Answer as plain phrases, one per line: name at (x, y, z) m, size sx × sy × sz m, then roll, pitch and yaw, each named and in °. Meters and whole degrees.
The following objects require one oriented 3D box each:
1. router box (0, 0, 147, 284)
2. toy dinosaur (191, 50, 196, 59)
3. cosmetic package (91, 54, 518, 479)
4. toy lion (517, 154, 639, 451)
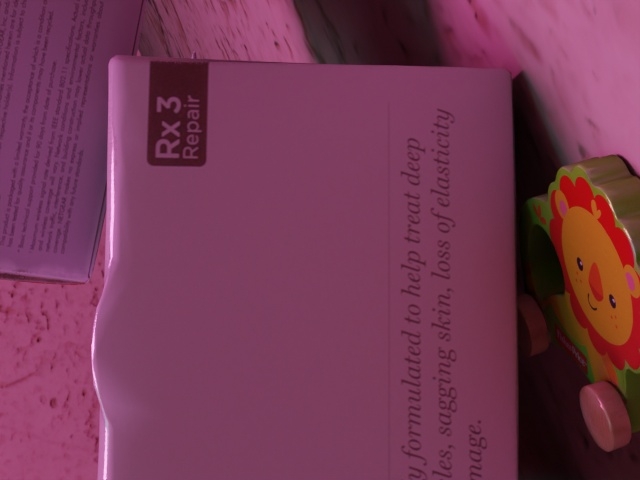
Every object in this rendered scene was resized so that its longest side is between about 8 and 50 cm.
router box at (-0.139, -0.186, 0.656) m, size 0.301 × 0.082 × 0.335 m, roll -130°, pitch 50°, yaw -65°
toy dinosaur at (-0.084, 0.014, 1.142) m, size 0.160 × 0.121 × 0.314 m, roll 31°, pitch -132°, yaw -54°
cosmetic package at (-0.018, 0.063, 0.637) m, size 0.385 × 0.156 × 0.217 m, roll 131°, pitch 141°, yaw -82°
toy lion at (0.092, 0.013, 0.445) m, size 0.100 × 0.034 × 0.096 m, roll -124°, pitch 20°, yaw -59°
